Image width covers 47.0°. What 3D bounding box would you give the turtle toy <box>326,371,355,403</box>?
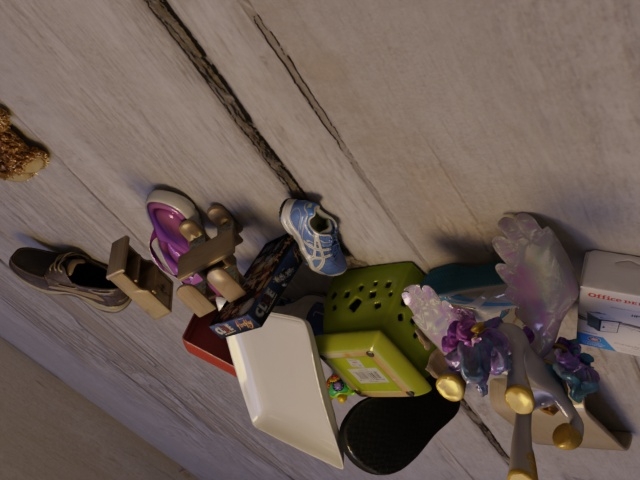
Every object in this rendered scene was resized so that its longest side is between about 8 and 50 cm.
[{"bbox_3d":[0.063,0.397,2.036,0.130,0.095,0.066,-7,115,41],"label":"turtle toy"}]

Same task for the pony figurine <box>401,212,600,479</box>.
[{"bbox_3d":[0.310,0.181,1.207,0.303,0.363,0.351,-37,90,30],"label":"pony figurine"}]

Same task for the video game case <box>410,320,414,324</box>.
[{"bbox_3d":[0.274,0.247,1.714,0.166,0.015,0.119,23,149,4],"label":"video game case"}]

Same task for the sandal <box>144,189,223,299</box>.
[{"bbox_3d":[-0.335,0.039,1.742,0.169,0.102,0.416,12,146,21],"label":"sandal"}]

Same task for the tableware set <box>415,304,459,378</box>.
[{"bbox_3d":[0.254,0.190,1.489,0.020,0.168,0.141,0,128,53],"label":"tableware set"}]

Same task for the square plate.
[{"bbox_3d":[-0.084,0.294,1.606,0.344,0.049,0.347,6,116,51],"label":"square plate"}]

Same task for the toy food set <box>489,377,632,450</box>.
[{"bbox_3d":[0.554,0.394,1.689,0.219,0.092,0.306,-8,144,41],"label":"toy food set"}]

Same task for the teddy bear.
[{"bbox_3d":[-0.769,-0.242,1.644,0.338,0.113,0.245,25,157,-15],"label":"teddy bear"}]

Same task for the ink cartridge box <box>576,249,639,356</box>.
[{"bbox_3d":[0.520,0.112,1.269,0.139,0.082,0.191,10,147,24],"label":"ink cartridge box"}]

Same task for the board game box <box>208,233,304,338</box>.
[{"bbox_3d":[-0.117,0.086,1.520,0.042,0.243,0.165,44,145,-17],"label":"board game box"}]

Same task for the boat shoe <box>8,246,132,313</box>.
[{"bbox_3d":[-0.697,0.085,2.073,0.355,0.132,0.130,18,140,-5],"label":"boat shoe"}]

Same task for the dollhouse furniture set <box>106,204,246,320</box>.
[{"bbox_3d":[-0.292,0.038,1.526,0.242,0.212,0.161,-27,128,14],"label":"dollhouse furniture set"}]

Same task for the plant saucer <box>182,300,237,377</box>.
[{"bbox_3d":[-0.217,0.261,1.873,0.259,0.258,0.048,30,112,-8],"label":"plant saucer"}]

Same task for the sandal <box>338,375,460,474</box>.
[{"bbox_3d":[0.173,0.412,1.670,0.107,0.445,0.168,-23,82,37],"label":"sandal"}]

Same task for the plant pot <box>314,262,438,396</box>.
[{"bbox_3d":[0.132,0.201,1.546,0.228,0.207,0.227,-13,128,44],"label":"plant pot"}]

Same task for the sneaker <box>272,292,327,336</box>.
[{"bbox_3d":[-0.086,0.229,1.780,0.315,0.182,0.127,0,144,36],"label":"sneaker"}]

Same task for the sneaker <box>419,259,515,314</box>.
[{"bbox_3d":[0.289,0.099,1.402,0.228,0.087,0.092,-6,130,40],"label":"sneaker"}]

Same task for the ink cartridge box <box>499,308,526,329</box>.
[{"bbox_3d":[0.399,0.157,1.415,0.052,0.088,0.122,38,147,-15],"label":"ink cartridge box"}]

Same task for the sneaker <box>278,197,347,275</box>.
[{"bbox_3d":[0.000,0.000,1.468,0.081,0.080,0.211,-1,142,39],"label":"sneaker"}]
